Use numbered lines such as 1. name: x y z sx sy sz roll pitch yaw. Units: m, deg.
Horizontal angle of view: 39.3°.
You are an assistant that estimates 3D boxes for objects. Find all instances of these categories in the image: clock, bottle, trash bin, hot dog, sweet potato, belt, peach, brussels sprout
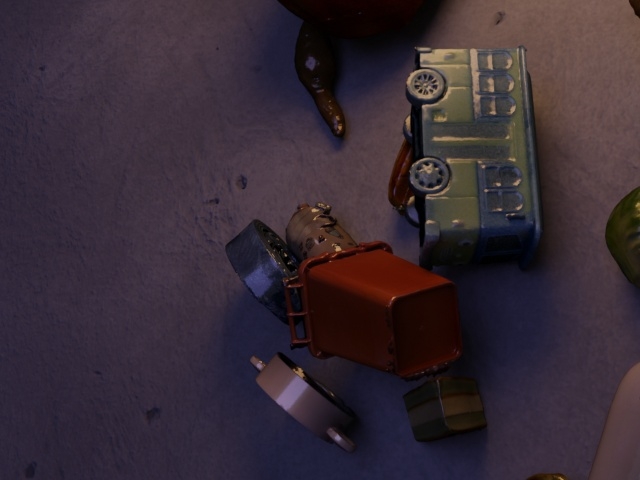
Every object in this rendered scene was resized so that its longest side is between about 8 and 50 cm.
1. clock: -0.020 0.233 1.337 0.063 0.155 0.229 -50 54 -2
2. bottle: -0.001 0.001 1.455 0.099 0.099 0.152 -43 53 9
3. trash bin: 0.072 0.103 1.258 0.239 0.184 0.161 18 118 62
4. hot dog: 0.159 -0.127 1.432 0.072 0.055 0.188 20 78 13
5. sweet potato: -0.006 -0.296 1.586 0.075 0.075 0.269 -20 70 22
6. belt: -0.076 0.056 1.444 0.082 0.141 0.190 -43 59 10
7. peach: 0.056 -0.518 1.508 0.290 0.373 0.372 -6 64 63
8. brussels sprout: 0.450 -0.007 1.183 0.155 0.117 0.155 -13 57 20

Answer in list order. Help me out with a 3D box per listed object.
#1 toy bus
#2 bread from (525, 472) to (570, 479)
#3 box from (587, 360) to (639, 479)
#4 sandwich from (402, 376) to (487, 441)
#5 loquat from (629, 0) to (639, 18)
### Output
1. toy bus: 0.218 -0.119 1.308 0.190 0.152 0.312 0 69 2
2. bread: 0.220 0.391 1.170 0.269 0.098 0.087 -35 69 13
3. box: 0.455 0.319 1.038 0.289 0.141 0.349 14 79 34
4. sandwich: 0.146 0.237 1.226 0.113 0.163 0.079 -20 75 23
5. loquat: 0.553 -0.391 1.160 0.328 0.328 0.328 -11 66 26
